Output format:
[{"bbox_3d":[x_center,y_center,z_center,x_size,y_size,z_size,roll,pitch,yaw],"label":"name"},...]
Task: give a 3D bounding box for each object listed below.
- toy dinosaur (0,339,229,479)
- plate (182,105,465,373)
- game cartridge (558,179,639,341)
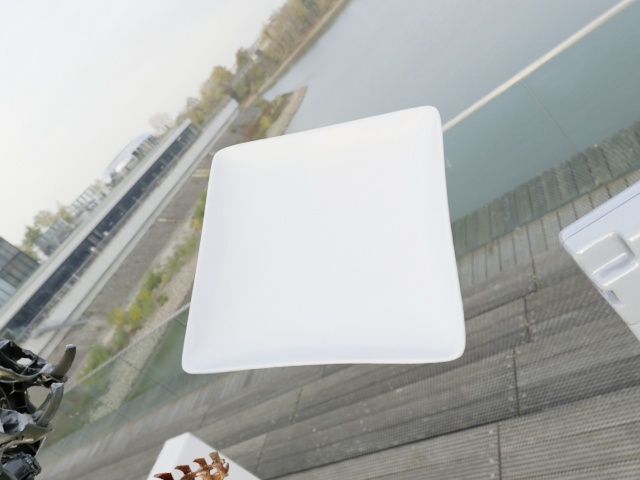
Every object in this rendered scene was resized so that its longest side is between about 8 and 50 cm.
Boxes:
[{"bbox_3d":[-0.240,0.195,0.350,0.321,0.219,0.164,-10,13,-43],"label":"toy dinosaur"},{"bbox_3d":[0.000,0.000,0.527,0.277,0.045,0.278,-8,62,18],"label":"plate"},{"bbox_3d":[0.311,0.037,0.313,0.198,0.297,0.062,-39,25,17],"label":"game cartridge"}]
